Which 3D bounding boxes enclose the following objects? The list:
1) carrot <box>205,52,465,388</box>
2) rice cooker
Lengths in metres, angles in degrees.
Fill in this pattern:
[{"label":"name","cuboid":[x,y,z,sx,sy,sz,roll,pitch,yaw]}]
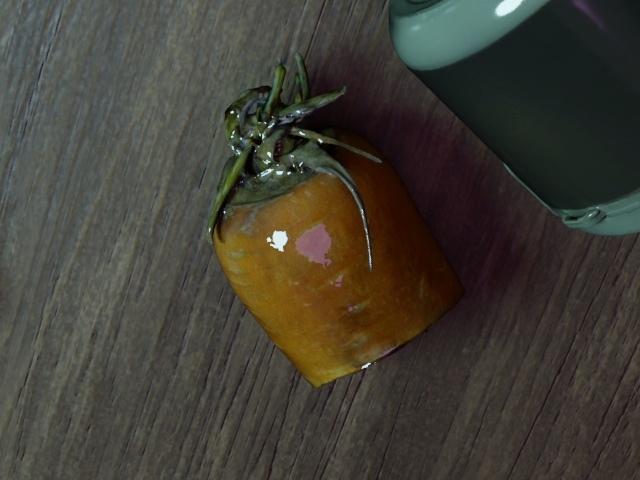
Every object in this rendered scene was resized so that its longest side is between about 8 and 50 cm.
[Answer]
[{"label":"carrot","cuboid":[0.000,0.000,1.353,0.193,0.214,0.331,-30,108,5]},{"label":"rice cooker","cuboid":[0.265,-0.193,1.242,0.325,0.335,0.335,41,102,-18]}]
